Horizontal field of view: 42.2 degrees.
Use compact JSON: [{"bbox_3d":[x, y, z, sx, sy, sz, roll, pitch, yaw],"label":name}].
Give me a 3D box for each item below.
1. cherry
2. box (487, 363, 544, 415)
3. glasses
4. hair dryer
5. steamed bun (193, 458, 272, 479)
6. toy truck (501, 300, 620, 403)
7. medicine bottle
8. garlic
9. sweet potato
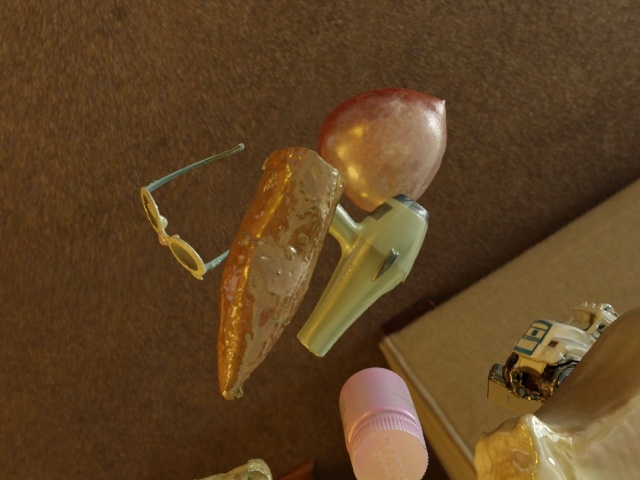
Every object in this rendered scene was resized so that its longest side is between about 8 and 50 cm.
[{"bbox_3d":[0.121,-0.177,1.551,0.206,0.239,0.239,-21,125,-52],"label":"cherry"},{"bbox_3d":[0.492,0.382,2.053,0.050,0.160,0.230,-62,159,-17],"label":"box"},{"bbox_3d":[-0.191,-0.066,1.423,0.220,0.088,0.190,-39,77,-1],"label":"glasses"},{"bbox_3d":[0.007,0.040,1.352,0.298,0.119,0.296,16,95,-16],"label":"hair dryer"},{"bbox_3d":[-0.271,0.663,1.910,0.372,0.325,0.231,-18,77,-13],"label":"steamed bun"},{"bbox_3d":[0.381,0.181,1.162,0.213,0.161,0.177,35,84,-11],"label":"toy truck"},{"bbox_3d":[0.142,0.435,1.920,0.178,0.291,0.178,-1,109,-4],"label":"medicine bottle"},{"bbox_3d":[0.276,0.182,0.742,0.246,0.231,0.340,39,54,7],"label":"garlic"},{"bbox_3d":[-0.072,0.045,1.102,0.131,0.131,0.337,25,83,-25],"label":"sweet potato"}]
